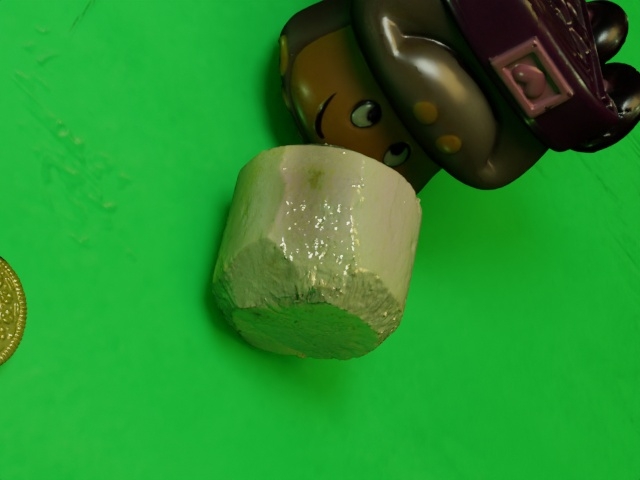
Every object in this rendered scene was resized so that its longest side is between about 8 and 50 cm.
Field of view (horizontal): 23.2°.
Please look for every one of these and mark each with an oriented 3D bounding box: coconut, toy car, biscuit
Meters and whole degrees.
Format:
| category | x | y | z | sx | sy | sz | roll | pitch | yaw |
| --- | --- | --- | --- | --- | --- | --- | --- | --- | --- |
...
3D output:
| category | x | y | z | sx | sy | sz | roll | pitch | yaw |
| --- | --- | --- | --- | --- | --- | --- | --- | --- | --- |
| coconut | 0.000 | 0.000 | 1.151 | 0.147 | 0.147 | 0.152 | 34 | 56 | -36 |
| toy car | 0.100 | -0.181 | 1.272 | 0.271 | 0.240 | 0.340 | 51 | 26 | -28 |
| biscuit | -0.221 | 0.043 | 0.975 | 0.084 | 0.023 | 0.084 | 20 | 62 | -42 |
